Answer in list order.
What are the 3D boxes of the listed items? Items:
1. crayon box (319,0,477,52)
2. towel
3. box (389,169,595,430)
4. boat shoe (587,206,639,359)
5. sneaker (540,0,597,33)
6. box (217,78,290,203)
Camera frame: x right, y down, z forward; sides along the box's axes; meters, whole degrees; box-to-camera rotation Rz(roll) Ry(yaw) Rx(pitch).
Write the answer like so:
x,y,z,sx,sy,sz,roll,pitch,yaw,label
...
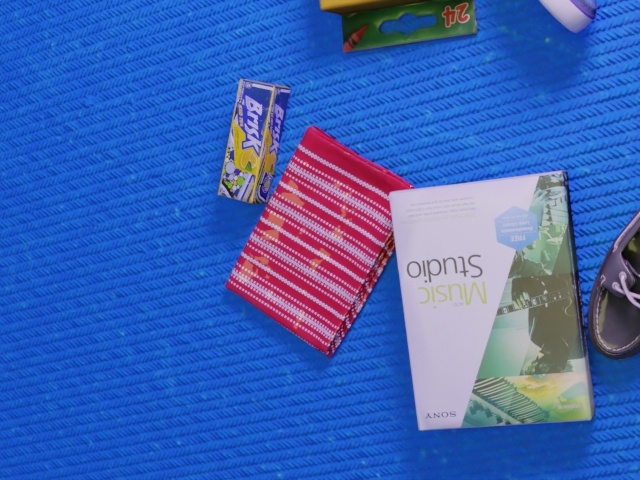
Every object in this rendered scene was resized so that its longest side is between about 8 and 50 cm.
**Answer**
x,y,z,sx,sy,sz,roll,pitch,yaw,label
0.094,-0.423,1.767,0.202,0.081,0.319,-6,90,23,crayon box
0.000,0.000,1.852,0.199,0.031,0.275,34,105,20,towel
0.223,0.081,1.726,0.232,0.058,0.322,-7,94,20,box
0.421,0.001,1.630,0.112,0.095,0.335,34,105,19,boat shoe
0.331,-0.448,1.634,0.236,0.130,0.323,-30,75,26,sneaker
-0.093,-0.140,1.874,0.059,0.054,0.169,14,98,23,box
